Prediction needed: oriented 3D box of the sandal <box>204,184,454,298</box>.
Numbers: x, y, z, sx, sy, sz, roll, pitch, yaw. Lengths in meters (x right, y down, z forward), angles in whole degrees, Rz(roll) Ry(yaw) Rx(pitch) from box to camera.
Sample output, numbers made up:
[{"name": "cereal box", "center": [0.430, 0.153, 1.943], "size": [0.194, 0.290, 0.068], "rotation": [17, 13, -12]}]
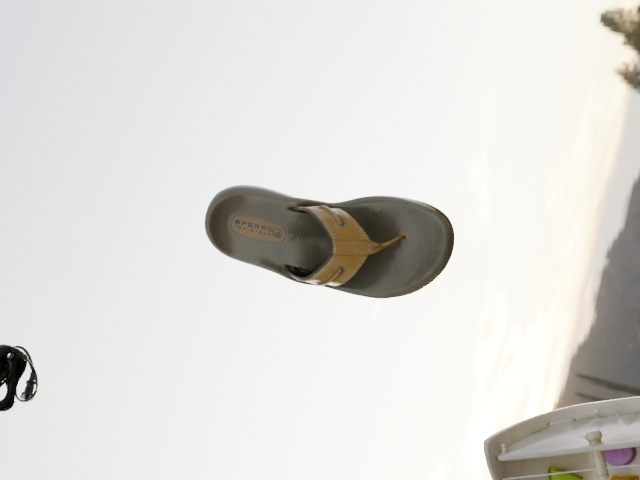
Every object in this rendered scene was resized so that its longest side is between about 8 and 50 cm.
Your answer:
[{"name": "sandal", "center": [0.000, 0.000, 0.800], "size": [0.049, 0.180, 0.072], "rotation": [-22, -59, -73]}]

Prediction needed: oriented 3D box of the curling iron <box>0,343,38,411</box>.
[{"name": "curling iron", "center": [-0.392, 0.211, 1.197], "size": [0.274, 0.068, 0.035], "rotation": [-47, 2, -27]}]

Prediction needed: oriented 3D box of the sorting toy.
[{"name": "sorting toy", "center": [0.114, 0.101, 0.443], "size": [0.045, 0.083, 0.075], "rotation": [-20, -84, -61]}]
